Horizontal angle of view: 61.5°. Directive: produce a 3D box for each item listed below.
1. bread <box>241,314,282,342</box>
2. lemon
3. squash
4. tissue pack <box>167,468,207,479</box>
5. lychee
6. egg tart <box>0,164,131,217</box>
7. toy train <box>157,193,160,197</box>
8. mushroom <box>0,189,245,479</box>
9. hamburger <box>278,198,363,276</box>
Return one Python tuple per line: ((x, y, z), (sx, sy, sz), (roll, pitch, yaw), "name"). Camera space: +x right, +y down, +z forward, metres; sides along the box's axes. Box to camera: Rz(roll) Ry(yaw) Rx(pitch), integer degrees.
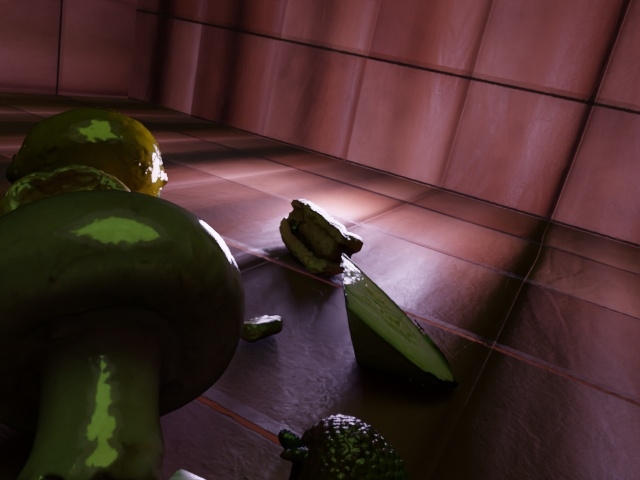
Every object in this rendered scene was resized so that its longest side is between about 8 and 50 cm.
((-0.096, 0.141, 0.863), (0.049, 0.033, 0.088), (6, 8, 33), "bread")
((-0.481, -0.149, 1.128), (0.310, 0.257, 0.258), (-6, 24, -28), "lemon")
((0.122, 0.129, 0.857), (0.155, 0.204, 0.237), (-10, 16, 7), "squash")
((-0.075, 0.261, 0.400), (0.149, 0.099, 0.106), (17, 16, 16), "tissue pack")
((0.021, 0.232, 0.539), (0.146, 0.114, 0.114), (29, 14, -14), "lychee")
((-0.439, -0.028, 0.959), (0.241, 0.106, 0.241), (12, 58, -19), "egg tart")
((-0.525, -0.133, 1.348), (0.251, 0.085, 0.119), (-3, 29, -34), "toy train")
((-0.205, 0.107, 0.530), (0.298, 0.297, 0.290), (2, 42, -29), "mushroom")
((0.000, 0.000, 1.247), (0.131, 0.124, 0.262), (22, 13, -37), "hamburger")
